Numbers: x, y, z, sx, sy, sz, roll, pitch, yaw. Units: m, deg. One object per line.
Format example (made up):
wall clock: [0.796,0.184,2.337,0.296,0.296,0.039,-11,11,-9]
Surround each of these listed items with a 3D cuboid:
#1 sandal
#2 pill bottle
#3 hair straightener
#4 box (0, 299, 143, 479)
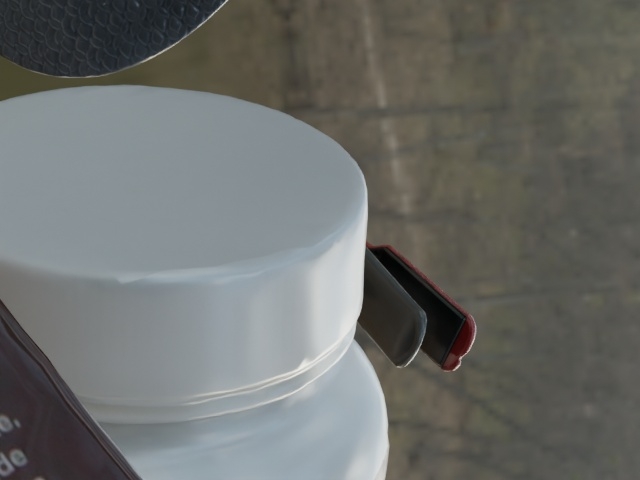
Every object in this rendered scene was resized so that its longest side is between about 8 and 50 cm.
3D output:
sandal: [-0.062,-0.163,0.992,0.097,0.254,0.054,61,2,-10]
pill bottle: [-0.086,0.145,0.880,0.224,0.224,0.392,-92,-174,-63]
hair straightener: [0.000,0.000,1.220,0.230,0.089,0.047,50,-59,39]
box: [-0.106,0.123,0.385,0.381,0.143,0.191,50,-40,8]
